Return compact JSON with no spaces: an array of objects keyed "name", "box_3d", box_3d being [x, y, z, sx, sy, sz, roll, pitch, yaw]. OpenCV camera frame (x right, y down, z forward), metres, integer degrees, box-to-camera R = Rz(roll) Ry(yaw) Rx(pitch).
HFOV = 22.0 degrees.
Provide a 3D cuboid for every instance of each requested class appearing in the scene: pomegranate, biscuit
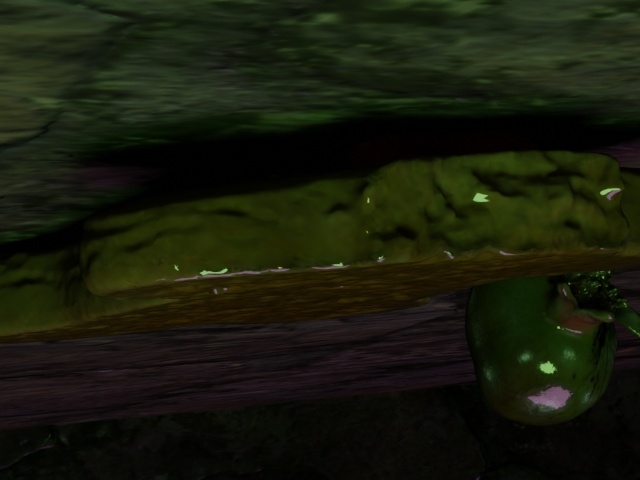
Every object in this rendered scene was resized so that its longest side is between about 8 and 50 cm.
[{"name":"pomegranate","box_3d":[0.202,0.068,1.394,0.131,0.152,0.191,2,147,-22]},{"name":"biscuit","box_3d":[0.000,0.000,0.968,0.368,0.076,0.394,-4,173,-26]}]
